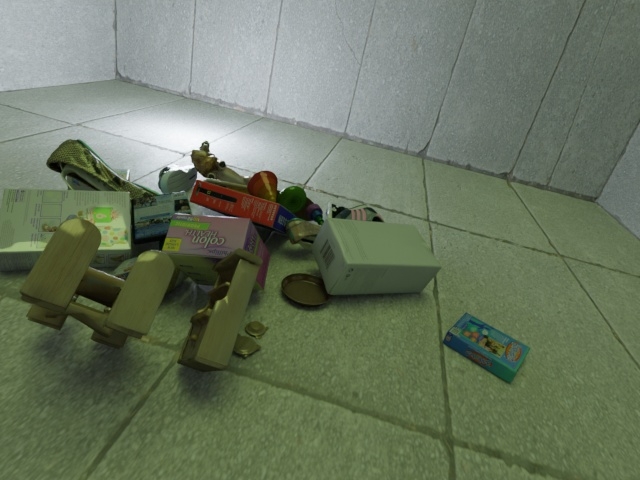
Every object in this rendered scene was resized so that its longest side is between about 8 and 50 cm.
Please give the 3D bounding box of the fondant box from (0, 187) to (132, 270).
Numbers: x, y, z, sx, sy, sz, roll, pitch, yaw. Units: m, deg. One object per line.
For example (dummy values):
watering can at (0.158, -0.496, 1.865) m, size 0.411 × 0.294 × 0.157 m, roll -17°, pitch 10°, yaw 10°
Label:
fondant box at (-0.740, -0.036, 1.236) m, size 0.330 × 0.096 × 0.238 m, roll -2°, pitch 52°, yaw -25°

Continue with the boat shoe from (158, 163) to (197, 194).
boat shoe at (-0.635, -0.260, 1.801) m, size 0.119 × 0.121 × 0.335 m, roll 5°, pitch 16°, yaw 1°

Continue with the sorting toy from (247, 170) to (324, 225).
sorting toy at (-0.110, -0.136, 1.613) m, size 0.365 × 0.127 × 0.126 m, roll 25°, pitch 22°, yaw -42°

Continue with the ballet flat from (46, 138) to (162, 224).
ballet flat at (-0.726, -0.159, 1.460) m, size 0.482 × 0.164 × 0.182 m, roll 34°, pitch 58°, yaw -5°

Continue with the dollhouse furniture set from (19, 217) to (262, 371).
dollhouse furniture set at (-0.362, 0.092, 0.890) m, size 0.394 × 0.362 × 0.257 m, roll 27°, pitch 61°, yaw -22°

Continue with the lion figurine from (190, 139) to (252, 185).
lion figurine at (-0.407, -0.288, 1.894) m, size 0.392 × 0.142 × 0.240 m, roll 36°, pitch 0°, yaw -26°

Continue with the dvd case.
dvd case at (-0.502, -0.078, 1.330) m, size 0.180 × 0.022 × 0.253 m, roll -12°, pitch 38°, yaw -18°

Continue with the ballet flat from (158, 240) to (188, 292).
ballet flat at (-0.437, 0.061, 1.259) m, size 0.123 × 0.123 × 0.349 m, roll 5°, pitch 28°, yaw -16°

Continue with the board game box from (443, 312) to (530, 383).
board game box at (0.497, 0.313, 1.252) m, size 0.210 × 0.047 × 0.160 m, roll 30°, pitch 31°, yaw 30°

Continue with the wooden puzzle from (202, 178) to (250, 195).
wooden puzzle at (-0.358, -0.198, 1.687) m, size 0.238 × 0.045 × 0.221 m, roll 4°, pitch -5°, yaw -16°

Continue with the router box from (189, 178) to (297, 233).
router box at (-0.262, -0.110, 1.522) m, size 0.300 × 0.082 × 0.335 m, roll 18°, pitch -2°, yaw 9°

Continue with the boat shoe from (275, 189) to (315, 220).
boat shoe at (-0.136, -0.151, 1.759) m, size 0.285 × 0.105 × 0.089 m, roll 20°, pitch -10°, yaw -39°

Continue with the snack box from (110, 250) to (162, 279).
snack box at (-0.512, 0.071, 1.167) m, size 0.178 × 0.022 × 0.064 m, roll -13°, pitch 35°, yaw 31°

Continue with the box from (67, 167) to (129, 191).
box at (-0.842, -0.213, 1.601) m, size 0.203 × 0.103 × 0.114 m, roll 1°, pitch 29°, yaw -23°

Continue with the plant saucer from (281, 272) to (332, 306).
plant saucer at (-0.044, 0.160, 1.325) m, size 0.168 × 0.029 × 0.168 m, roll 10°, pitch 26°, yaw -5°

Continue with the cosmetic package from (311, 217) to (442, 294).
cosmetic package at (0.187, 0.056, 1.415) m, size 0.384 × 0.156 × 0.217 m, roll 6°, pitch 43°, yaw -28°

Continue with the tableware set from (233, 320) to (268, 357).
tableware set at (-0.223, 0.239, 1.103) m, size 0.168 × 0.020 × 0.141 m, roll 20°, pitch 29°, yaw 11°

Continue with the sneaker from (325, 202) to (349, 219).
sneaker at (0.085, -0.105, 1.840) m, size 0.121 × 0.079 × 0.217 m, roll 11°, pitch 26°, yaw -3°

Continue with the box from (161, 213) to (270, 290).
box at (-0.276, 0.038, 1.162) m, size 0.213 × 0.243 × 0.118 m, roll 4°, pitch 66°, yaw 10°

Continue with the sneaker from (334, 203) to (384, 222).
sneaker at (0.160, -0.069, 1.774) m, size 0.131 × 0.112 × 0.319 m, roll 34°, pitch 37°, yaw 25°

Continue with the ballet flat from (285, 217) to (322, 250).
ballet flat at (0.000, 0.000, 1.570) m, size 0.315 × 0.107 × 0.106 m, roll 9°, pitch 55°, yaw -40°
